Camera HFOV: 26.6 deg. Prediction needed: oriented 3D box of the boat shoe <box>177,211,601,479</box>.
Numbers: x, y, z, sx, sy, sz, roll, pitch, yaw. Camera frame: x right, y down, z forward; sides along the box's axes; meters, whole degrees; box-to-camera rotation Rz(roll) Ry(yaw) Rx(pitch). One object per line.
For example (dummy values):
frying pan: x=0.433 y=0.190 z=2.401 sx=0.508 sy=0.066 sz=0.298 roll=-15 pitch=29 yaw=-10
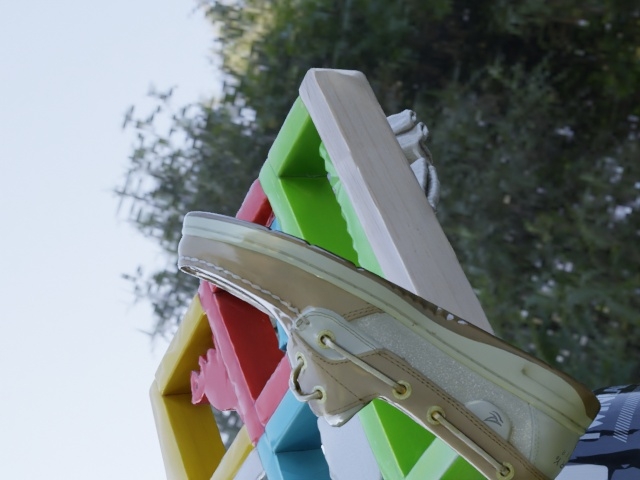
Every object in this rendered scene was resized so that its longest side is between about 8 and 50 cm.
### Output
boat shoe: x=0.013 y=0.035 z=0.399 sx=0.045 sy=0.135 sz=0.050 roll=-63 pitch=-9 yaw=-5

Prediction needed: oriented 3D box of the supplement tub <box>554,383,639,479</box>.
supplement tub: x=0.278 y=0.186 z=0.909 sx=0.193 sy=0.316 sz=0.193 roll=23 pitch=-118 yaw=-52

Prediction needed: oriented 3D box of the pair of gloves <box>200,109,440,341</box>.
pair of gloves: x=0.000 y=0.000 z=0.942 sx=0.204 sy=0.240 sz=0.042 roll=-37 pitch=-74 yaw=12

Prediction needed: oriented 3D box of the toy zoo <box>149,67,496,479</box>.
toy zoo: x=-0.016 y=0.091 z=0.639 sx=0.030 sy=0.192 sz=0.293 roll=0 pitch=-40 yaw=-30
